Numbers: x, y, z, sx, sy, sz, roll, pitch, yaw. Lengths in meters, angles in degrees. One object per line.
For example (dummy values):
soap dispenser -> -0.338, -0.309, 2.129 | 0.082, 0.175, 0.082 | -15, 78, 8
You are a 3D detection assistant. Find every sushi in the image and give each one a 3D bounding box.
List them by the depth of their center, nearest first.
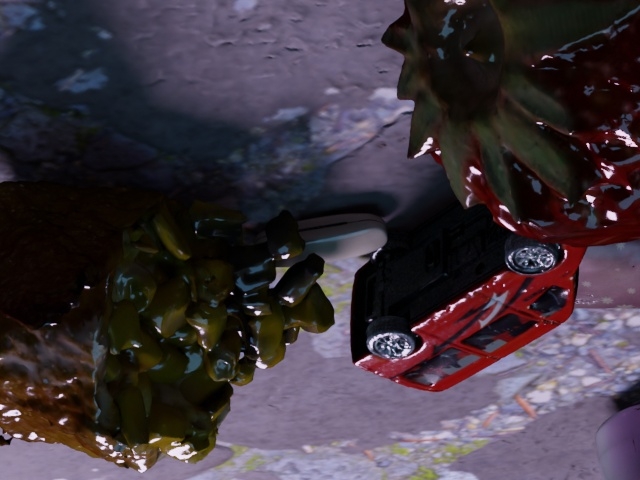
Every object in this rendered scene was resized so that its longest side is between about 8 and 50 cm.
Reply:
sushi -> -0.108, 0.053, 1.168 | 0.179, 0.167, 0.296 | 12, 150, 23

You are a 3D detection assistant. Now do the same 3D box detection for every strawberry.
strawberry -> 0.159, -0.105, 0.961 | 0.244, 0.205, 0.205 | -13, 157, -35

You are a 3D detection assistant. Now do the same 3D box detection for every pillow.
pillow -> 0.228, 0.014, 1.273 | 0.185, 0.043, 0.118 | -7, 150, 0

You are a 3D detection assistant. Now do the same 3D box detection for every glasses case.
glasses case -> 0.000, 0.000, 1.223 | 0.083, 0.021, 0.032 | -10, 148, 7

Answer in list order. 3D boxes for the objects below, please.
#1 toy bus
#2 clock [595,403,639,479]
toy bus -> 0.103, 0.020, 1.206 | 0.089, 0.081, 0.195 | 27, 136, -29
clock -> 0.353, 0.140, 1.471 | 0.227, 0.090, 0.248 | 15, 141, -33
